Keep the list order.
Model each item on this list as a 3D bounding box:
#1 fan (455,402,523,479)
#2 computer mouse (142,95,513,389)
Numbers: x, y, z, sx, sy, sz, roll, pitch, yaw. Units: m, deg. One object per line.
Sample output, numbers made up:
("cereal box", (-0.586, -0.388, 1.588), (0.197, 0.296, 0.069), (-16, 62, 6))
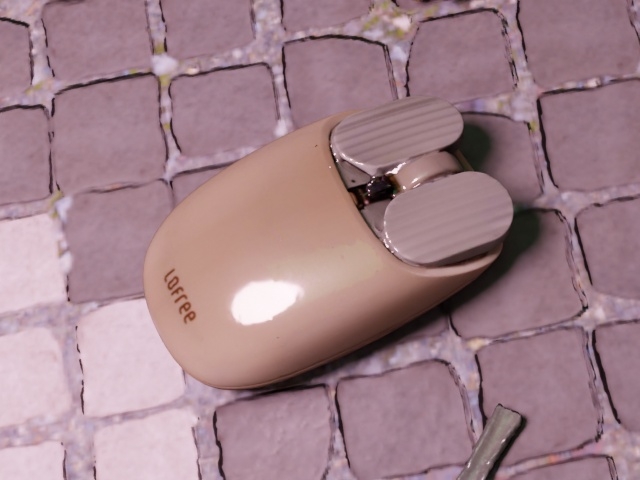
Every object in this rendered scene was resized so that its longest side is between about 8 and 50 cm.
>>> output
("fan", (0.029, 0.239, 0.920), (0.229, 0.011, 0.335), (26, 73, 18))
("computer mouse", (0.000, 0.000, 0.995), (0.236, 0.082, 0.145), (-25, 64, -1))
